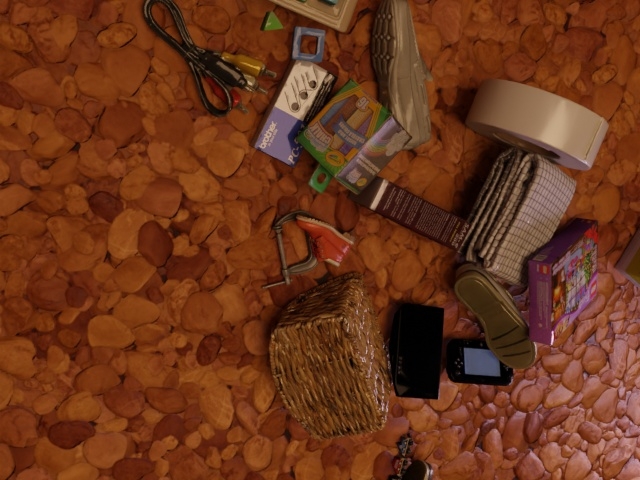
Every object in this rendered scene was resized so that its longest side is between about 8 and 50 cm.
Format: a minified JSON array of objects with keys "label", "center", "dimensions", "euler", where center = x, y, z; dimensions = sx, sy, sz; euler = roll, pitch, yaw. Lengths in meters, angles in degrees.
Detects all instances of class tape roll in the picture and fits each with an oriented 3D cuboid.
[{"label":"tape roll","center":[0.457,-0.245,1.668],"dimensions":[0.286,0.286,0.100],"euler":[21,94,-24]}]

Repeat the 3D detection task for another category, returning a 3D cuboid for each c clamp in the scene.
[{"label":"c clamp","center":[-0.065,0.018,1.676],"dimensions":[0.137,0.022,0.160],"euler":[-9,105,-20]}]

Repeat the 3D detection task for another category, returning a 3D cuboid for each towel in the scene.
[{"label":"towel","center":[0.436,-0.051,1.759],"dimensions":[0.235,0.121,0.283],"euler":[19,98,-52]}]

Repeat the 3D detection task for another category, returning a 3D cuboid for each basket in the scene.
[{"label":"basket","center":[0.020,0.256,1.727],"dimensions":[0.214,0.223,0.299],"euler":[-14,111,17]}]

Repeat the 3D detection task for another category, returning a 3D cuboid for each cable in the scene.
[{"label":"cable","center":[-0.234,-0.351,1.524],"dimensions":[0.287,0.072,0.139],"euler":[36,106,-12]}]

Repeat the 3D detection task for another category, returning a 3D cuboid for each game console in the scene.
[{"label":"game console","center":[0.314,0.267,1.841],"dimensions":[0.361,0.044,0.213],"euler":[9,80,-30]}]

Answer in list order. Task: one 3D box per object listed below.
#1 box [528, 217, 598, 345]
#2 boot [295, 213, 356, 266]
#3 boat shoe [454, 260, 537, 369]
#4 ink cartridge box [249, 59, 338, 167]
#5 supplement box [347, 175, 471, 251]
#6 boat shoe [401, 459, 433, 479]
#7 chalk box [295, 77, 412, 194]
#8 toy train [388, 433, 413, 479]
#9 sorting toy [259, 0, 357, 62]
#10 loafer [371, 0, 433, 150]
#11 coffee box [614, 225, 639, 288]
[{"label":"box","center":[0.569,0.089,1.828],"dimensions":[0.293,0.057,0.200],"euler":[-31,122,-46]},{"label":"boot","center":[0.000,0.000,1.667],"dimensions":[0.158,0.059,0.084],"euler":[29,89,-34]},{"label":"boat shoe","center":[0.419,0.167,1.838],"dimensions":[0.113,0.103,0.302],"euler":[-23,114,27]},{"label":"ink cartridge box","center":[-0.054,-0.263,1.601],"dimensions":[0.097,0.046,0.207],"euler":[26,93,-22]},{"label":"supplement box","center":[0.192,-0.064,1.695],"dimensions":[0.239,0.130,0.073],"euler":[24,94,-23]},{"label":"boat shoe","center":[0.232,0.634,1.908],"dimensions":[0.073,0.080,0.223],"euler":[10,104,-28]},{"label":"chalk box","center":[0.052,-0.189,1.579],"dimensions":[0.213,0.132,0.132],"euler":[-46,153,8]},{"label":"toy train","center":[0.190,0.539,1.895],"dimensions":[0.036,0.027,0.158],"euler":[12,99,-12]},{"label":"sorting toy","center":[0.001,-0.509,1.461],"dimensions":[0.196,0.047,0.347],"euler":[18,96,-23]},{"label":"loafer","center":[0.177,-0.348,1.640],"dimensions":[0.112,0.112,0.319],"euler":[-16,115,-22]},{"label":"coffee box","center":[1.016,0.048,1.920],"dimensions":[0.338,0.334,0.338],"euler":[33,90,-24]}]
